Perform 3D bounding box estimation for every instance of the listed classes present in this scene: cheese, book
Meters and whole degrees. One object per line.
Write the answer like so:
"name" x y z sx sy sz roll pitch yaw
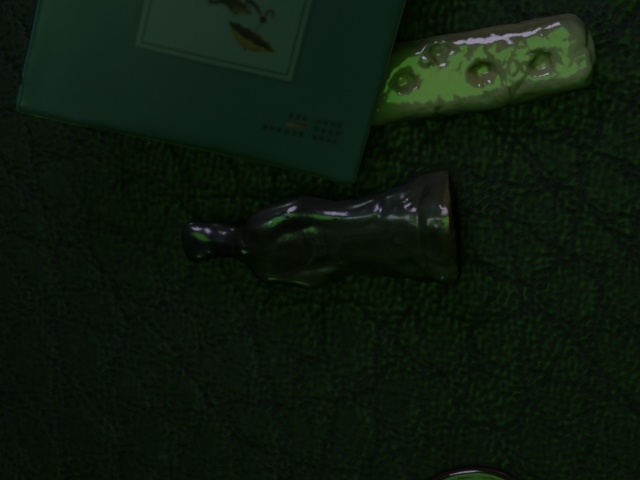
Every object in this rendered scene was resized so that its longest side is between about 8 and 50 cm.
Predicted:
"cheese" 0.111 -0.127 1.178 0.194 0.043 0.064 -10 102 9
"book" -0.052 -0.238 1.099 0.264 0.031 0.379 14 109 -9

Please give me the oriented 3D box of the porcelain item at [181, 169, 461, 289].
"porcelain item" 0.000 0.000 1.195 0.216 0.069 0.081 -5 126 11

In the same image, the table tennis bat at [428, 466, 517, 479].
"table tennis bat" 0.086 0.239 1.182 0.170 0.119 0.107 -6 95 8
